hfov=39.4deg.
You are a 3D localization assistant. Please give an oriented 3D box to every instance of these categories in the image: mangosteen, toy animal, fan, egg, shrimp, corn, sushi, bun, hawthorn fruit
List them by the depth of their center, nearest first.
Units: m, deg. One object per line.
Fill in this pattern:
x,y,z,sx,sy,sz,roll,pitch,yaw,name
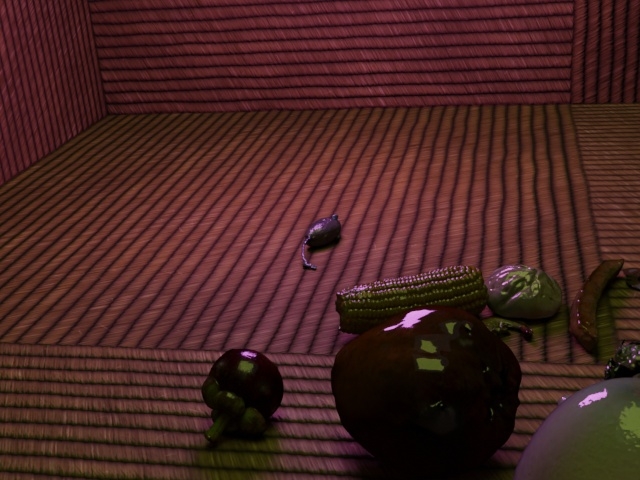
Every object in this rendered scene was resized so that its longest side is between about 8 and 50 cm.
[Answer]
0.425,0.343,1.195,0.355,0.339,0.354,-5,25,2,egg
0.173,0.249,1.525,0.325,0.308,0.308,20,32,24,hawthorn fruit
0.571,0.270,1.607,0.139,0.131,0.291,8,18,30,sushi
-0.155,0.286,1.681,0.156,0.145,0.181,15,30,33,mangosteen
0.390,0.203,1.912,0.124,0.034,0.178,5,15,16,shrimp
0.200,0.137,1.983,0.344,0.131,0.131,-9,23,-9,corn
0.457,0.107,2.026,0.183,0.102,0.183,0,21,0,bun
0.787,0.111,2.082,0.153,0.008,0.226,3,23,15,fan
-0.009,-0.002,2.435,0.079,0.070,0.253,-11,21,28,toy animal

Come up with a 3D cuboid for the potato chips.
0.613,0.131,2.008,0.080,0.057,0.407,19,30,19,potato chips
